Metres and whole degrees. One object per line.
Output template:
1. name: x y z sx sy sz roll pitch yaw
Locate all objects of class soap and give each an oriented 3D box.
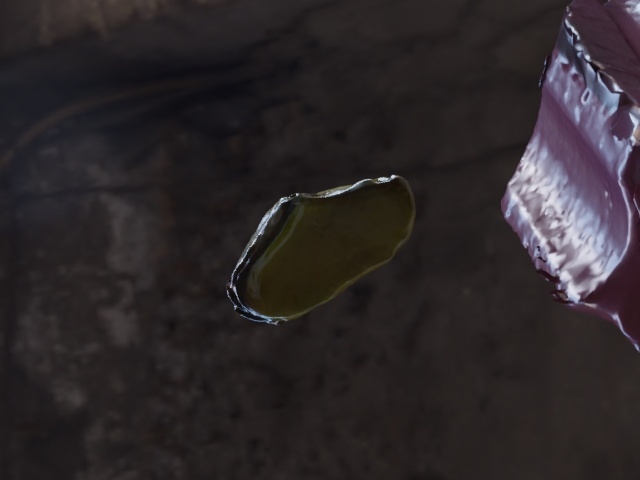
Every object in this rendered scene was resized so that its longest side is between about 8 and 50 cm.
1. soap: 0.188 -0.026 0.943 0.182 0.289 0.112 10 -66 -14

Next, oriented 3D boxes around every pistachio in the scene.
1. pistachio: 0.000 0.000 1.570 0.089 0.173 0.049 58 -171 3
